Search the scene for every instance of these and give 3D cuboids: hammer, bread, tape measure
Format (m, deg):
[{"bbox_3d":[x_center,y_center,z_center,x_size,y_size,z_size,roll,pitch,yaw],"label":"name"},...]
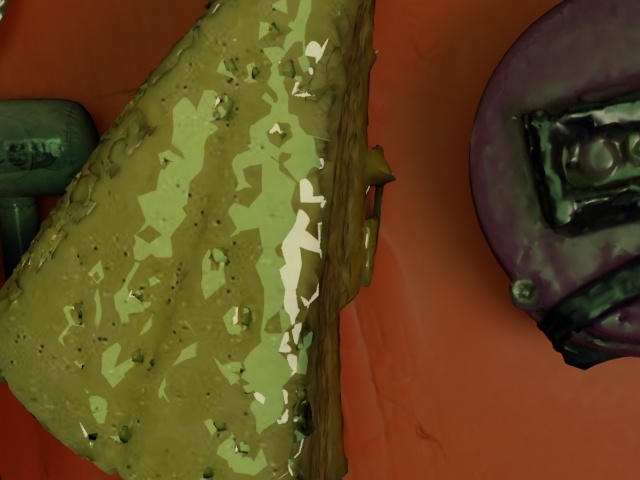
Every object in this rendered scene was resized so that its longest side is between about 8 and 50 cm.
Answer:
[{"bbox_3d":[-0.210,-0.003,0.644,0.116,0.069,0.194,-1,100,4],"label":"hammer"},{"bbox_3d":[0.000,0.000,0.532,0.315,0.248,0.279,-42,88,14],"label":"bread"},{"bbox_3d":[0.215,-0.044,0.541,0.245,0.149,0.232,-16,85,21],"label":"tape measure"}]

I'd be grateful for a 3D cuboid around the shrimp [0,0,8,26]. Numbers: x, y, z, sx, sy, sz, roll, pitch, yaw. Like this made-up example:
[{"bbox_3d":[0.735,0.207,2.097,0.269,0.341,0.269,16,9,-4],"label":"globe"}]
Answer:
[{"bbox_3d":[-0.316,-0.140,0.638,0.168,0.077,0.317,13,90,1],"label":"shrimp"}]
